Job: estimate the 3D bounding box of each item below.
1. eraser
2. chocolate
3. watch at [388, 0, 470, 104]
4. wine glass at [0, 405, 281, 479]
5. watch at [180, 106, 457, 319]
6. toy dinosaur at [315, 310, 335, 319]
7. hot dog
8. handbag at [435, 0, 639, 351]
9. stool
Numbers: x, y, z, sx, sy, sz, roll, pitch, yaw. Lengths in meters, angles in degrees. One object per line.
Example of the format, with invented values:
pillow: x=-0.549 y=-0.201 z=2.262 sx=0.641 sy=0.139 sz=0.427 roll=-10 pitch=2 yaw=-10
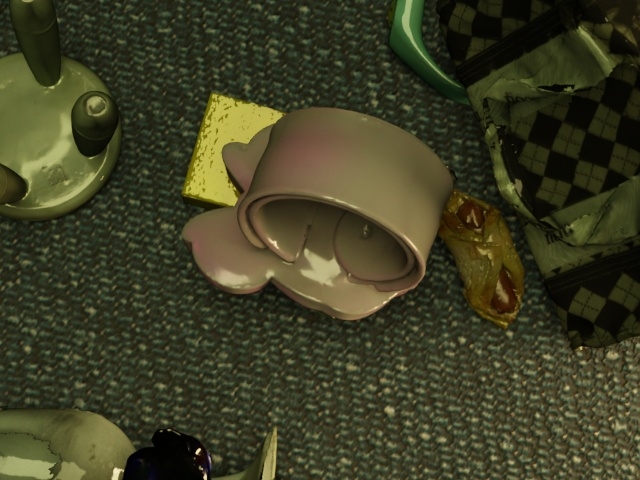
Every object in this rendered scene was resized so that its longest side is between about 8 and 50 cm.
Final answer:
eraser: x=-0.092 y=-0.090 z=1.488 sx=0.097 sy=0.045 sz=0.122 roll=17 pitch=78 yaw=1
chocolate: x=-0.149 y=0.321 z=1.271 sx=0.126 sy=0.343 sz=0.148 roll=-24 pitch=36 yaw=-37
watch: x=0.177 y=-0.273 z=1.519 sx=0.195 sy=0.068 sz=0.237 roll=9 pitch=79 yaw=0
wine glass: x=-0.198 y=0.244 z=1.373 sx=0.321 sy=0.143 sz=0.143 roll=4 pitch=78 yaw=1
watch: x=0.004 y=-0.048 z=1.342 sx=0.248 sy=0.217 sz=0.211 roll=21 pitch=64 yaw=2
toy dinosaur: x=0.002 y=0.000 z=1.465 sx=0.212 sy=0.057 sz=0.142 roll=23 pitch=71 yaw=0
hot dog: x=0.177 y=0.012 z=1.461 sx=0.078 sy=0.061 sz=0.169 roll=-22 pitch=79 yaw=-7
handbag: x=0.286 y=-0.102 z=1.324 sx=0.180 sy=0.317 sz=0.416 roll=-21 pitch=89 yaw=-13
stool: x=-0.319 y=-0.132 z=1.418 sx=0.195 sy=0.199 sz=0.195 roll=-31 pitch=81 yaw=-5
